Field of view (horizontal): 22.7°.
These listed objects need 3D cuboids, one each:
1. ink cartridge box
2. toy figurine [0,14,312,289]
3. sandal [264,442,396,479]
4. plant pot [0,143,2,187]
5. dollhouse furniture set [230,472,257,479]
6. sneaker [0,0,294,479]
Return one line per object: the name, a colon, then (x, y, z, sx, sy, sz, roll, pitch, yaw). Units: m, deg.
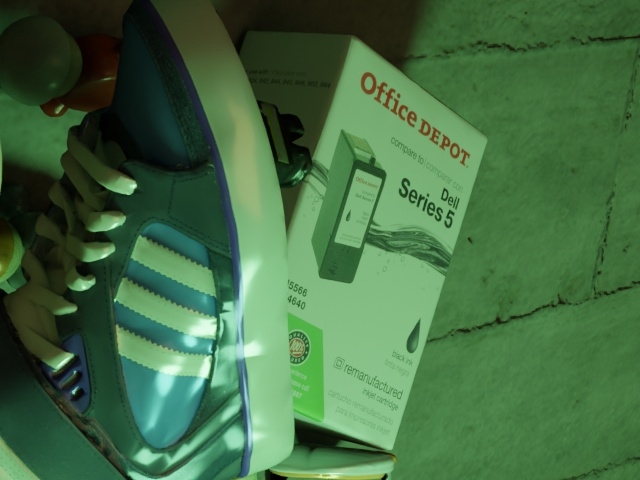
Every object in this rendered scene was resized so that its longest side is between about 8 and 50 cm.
ink cartridge box: (0.000, 0.000, 1.230, 0.198, 0.115, 0.273, 30, 73, -47)
toy figurine: (-0.136, -0.030, 1.057, 0.148, 0.213, 0.209, 7, 108, -54)
sandal: (0.014, 0.208, 1.315, 0.265, 0.102, 0.076, 46, 49, -79)
plant pot: (-0.313, -0.057, 0.850, 0.275, 0.243, 0.275, -21, 123, -37)
dollhouse furniture set: (-0.130, 0.196, 1.247, 0.161, 0.101, 0.182, -21, 122, -36)
sneaker: (-0.146, 0.030, 0.886, 0.236, 0.130, 0.323, -15, 121, -16)
